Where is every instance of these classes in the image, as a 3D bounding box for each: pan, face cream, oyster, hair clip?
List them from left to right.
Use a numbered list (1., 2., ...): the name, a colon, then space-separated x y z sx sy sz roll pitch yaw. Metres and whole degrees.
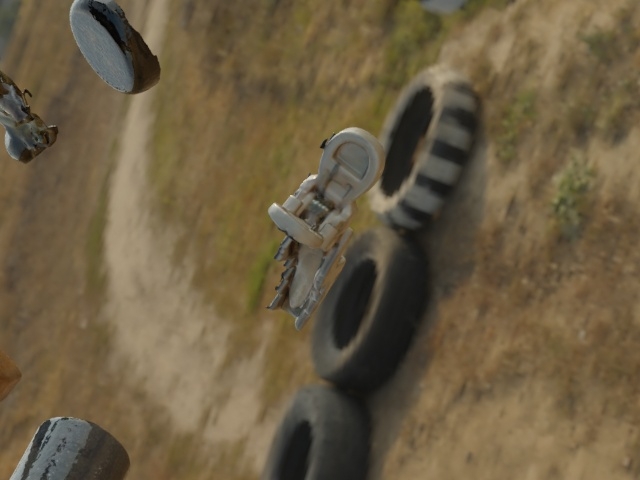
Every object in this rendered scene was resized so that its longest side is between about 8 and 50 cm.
1. oyster: -0.327 -0.179 1.210 0.096 0.221 0.361 -39 -9 -2
2. face cream: -0.208 0.242 0.926 0.073 0.073 0.283 -55 9 47
3. pan: -0.227 -0.201 1.443 0.040 0.115 0.212 -36 23 -17
4. hair clip: 0.000 0.000 0.807 0.072 0.034 0.226 -51 -9 -14

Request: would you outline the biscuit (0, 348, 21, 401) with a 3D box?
1. biscuit: -0.370 0.011 1.111 0.047 0.334 0.202 -51 -3 -4
